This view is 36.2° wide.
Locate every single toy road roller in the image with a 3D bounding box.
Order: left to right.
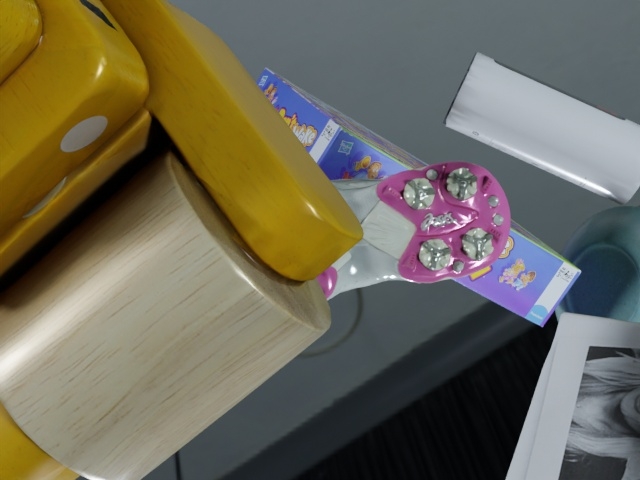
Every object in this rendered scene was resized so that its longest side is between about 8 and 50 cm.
[{"bbox_3d":[-0.161,-0.050,0.442,0.202,0.329,0.240,-40,167,12],"label":"toy road roller"}]

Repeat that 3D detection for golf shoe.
[{"bbox_3d":[0.000,0.000,0.835,0.306,0.140,0.115,-3,89,-7],"label":"golf shoe"}]

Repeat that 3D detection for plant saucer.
[{"bbox_3d":[0.330,0.055,1.108,0.037,0.195,0.195,6,126,-38],"label":"plant saucer"}]

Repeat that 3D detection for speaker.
[{"bbox_3d":[0.155,-0.075,0.662,0.136,0.055,0.055,25,120,4],"label":"speaker"}]

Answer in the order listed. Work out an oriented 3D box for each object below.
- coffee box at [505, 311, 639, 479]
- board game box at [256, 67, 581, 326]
[{"bbox_3d":[0.333,0.288,0.676,0.338,0.334,0.338,37,69,-38],"label":"coffee box"},{"bbox_3d":[0.092,-0.048,1.083,0.347,0.233,0.078,27,101,-30],"label":"board game box"}]
